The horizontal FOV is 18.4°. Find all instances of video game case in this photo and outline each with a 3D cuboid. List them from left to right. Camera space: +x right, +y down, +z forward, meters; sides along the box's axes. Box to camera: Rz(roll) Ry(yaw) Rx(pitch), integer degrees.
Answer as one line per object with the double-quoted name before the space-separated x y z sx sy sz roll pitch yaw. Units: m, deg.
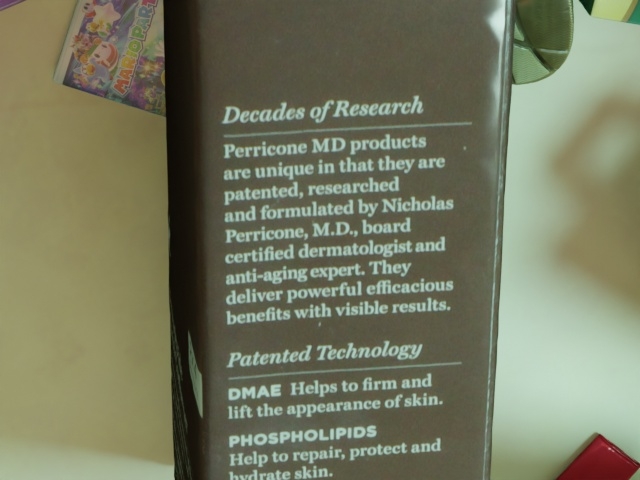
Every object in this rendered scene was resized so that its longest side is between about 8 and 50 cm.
"video game case" -0.061 -0.100 0.976 0.122 0.011 0.087 17 112 -10

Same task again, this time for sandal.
"sandal" 0.095 -0.158 0.943 0.072 0.049 0.180 1 129 2

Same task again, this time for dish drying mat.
"dish drying mat" 0.139 0.145 1.099 0.032 0.008 0.083 36 109 -16

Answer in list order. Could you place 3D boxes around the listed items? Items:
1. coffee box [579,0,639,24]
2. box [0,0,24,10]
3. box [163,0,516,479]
"coffee box" 0.225 -0.149 0.953 0.184 0.040 0.113 10 113 -7
"box" -0.307 -0.151 0.914 0.293 0.057 0.201 -21 113 6
"box" 0.000 0.000 0.915 0.143 0.191 0.381 -2 116 -8
